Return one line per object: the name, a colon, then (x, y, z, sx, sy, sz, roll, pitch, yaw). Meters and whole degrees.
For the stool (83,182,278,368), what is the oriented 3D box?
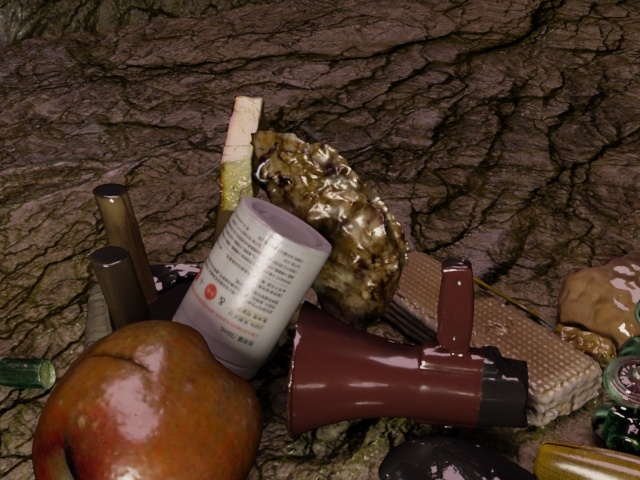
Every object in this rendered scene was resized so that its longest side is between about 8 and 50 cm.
stool: (-0.229, 0.056, 1.649, 0.310, 0.226, 0.310, -5, 28, -9)

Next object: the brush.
brush: (0.286, 0.083, 1.659, 0.218, 0.010, 0.082, 31, 2, -22)

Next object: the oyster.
oyster: (0.023, 0.008, 1.514, 0.204, 0.396, 0.111, -11, 19, 45)

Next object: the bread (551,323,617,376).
bread: (0.405, 0.172, 1.589, 0.110, 0.066, 0.060, 16, -12, 46)

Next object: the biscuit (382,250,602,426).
biscuit: (0.240, 0.145, 1.628, 0.144, 0.079, 0.426, -21, 35, -30)

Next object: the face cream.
face cream: (-0.137, 0.130, 1.448, 0.145, 0.370, 0.145, 29, 14, -8)

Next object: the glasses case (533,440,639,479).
glasses case: (0.390, 0.315, 1.325, 0.234, 0.079, 0.064, 12, 22, 20)

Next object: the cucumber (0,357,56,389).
cucumber: (-0.461, 0.203, 1.572, 0.105, 0.048, 0.048, 0, 30, 7)

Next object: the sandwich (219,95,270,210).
sandwich: (-0.120, -0.113, 1.639, 0.058, 0.193, 0.163, 7, 65, 5)

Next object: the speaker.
speaker: (0.119, 0.147, 1.428, 0.329, 0.259, 0.198, -1, 3, 7)

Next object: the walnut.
walnut: (0.501, 0.105, 1.638, 0.238, 0.141, 0.204, -2, 34, 2)

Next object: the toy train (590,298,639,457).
toy train: (0.510, 0.202, 1.424, 0.221, 0.150, 0.304, 21, 50, 21)

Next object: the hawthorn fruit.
hawthorn fruit: (-0.218, 0.258, 1.258, 0.267, 0.268, 0.301, 11, 38, 20)

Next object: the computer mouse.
computer mouse: (0.178, 0.308, 1.348, 0.217, 0.074, 0.122, 19, 35, 28)
